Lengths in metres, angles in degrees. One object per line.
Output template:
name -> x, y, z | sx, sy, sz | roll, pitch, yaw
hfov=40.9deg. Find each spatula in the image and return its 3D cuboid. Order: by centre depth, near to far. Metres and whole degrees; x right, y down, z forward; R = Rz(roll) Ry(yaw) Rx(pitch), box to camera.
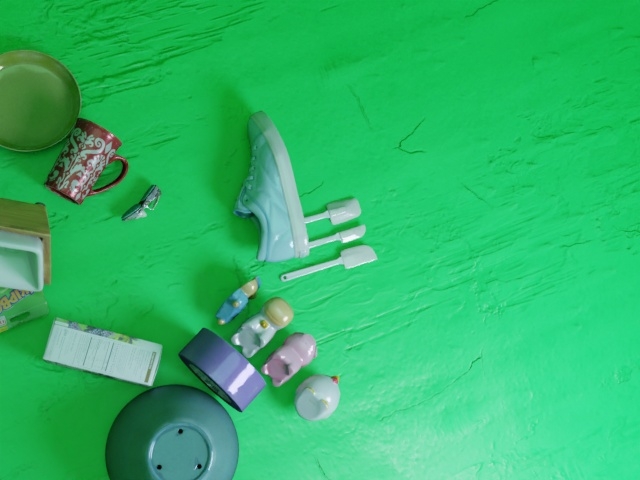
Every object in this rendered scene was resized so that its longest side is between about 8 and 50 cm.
spatula -> 0.000, 0.000, 2.063 | 0.242, 0.019, 0.168 | -16, 84, -12

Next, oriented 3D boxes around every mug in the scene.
mug -> -0.519, -0.165, 1.917 | 0.150, 0.113, 0.169 | 29, 77, -5

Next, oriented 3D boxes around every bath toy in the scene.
bath toy -> -0.074, 0.245, 1.944 | 0.151, 0.129, 0.348 | -40, 88, 26

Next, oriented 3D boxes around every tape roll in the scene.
tape roll -> -0.213, 0.281, 1.861 | 0.189, 0.189, 0.080 | 43, 72, -3

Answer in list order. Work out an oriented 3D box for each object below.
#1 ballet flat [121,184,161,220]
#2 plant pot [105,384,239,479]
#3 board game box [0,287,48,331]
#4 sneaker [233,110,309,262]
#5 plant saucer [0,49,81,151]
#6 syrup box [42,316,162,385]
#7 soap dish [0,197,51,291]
ballet flat -> -0.405, -0.077, 1.966 | 0.041, 0.041, 0.114 | 42, 74, -3
plant pot -> -0.304, 0.445, 1.803 | 0.290, 0.195, 0.290 | 3, 78, -13
board game box -> -0.693, 0.063, 1.865 | 0.124, 0.039, 0.259 | -21, 82, -16
sneaker -> -0.139, -0.124, 1.990 | 0.150, 0.135, 0.366 | -14, 76, -12
plant saucer -> -0.667, -0.313, 1.946 | 0.241, 0.037, 0.241 | 3, 78, -14
syrup box -> -0.468, 0.245, 1.854 | 0.237, 0.093, 0.096 | 15, 75, -11
soap dish -> -0.694, -0.005, 1.754 | 0.291, 0.229, 0.118 | 11, 60, -11
